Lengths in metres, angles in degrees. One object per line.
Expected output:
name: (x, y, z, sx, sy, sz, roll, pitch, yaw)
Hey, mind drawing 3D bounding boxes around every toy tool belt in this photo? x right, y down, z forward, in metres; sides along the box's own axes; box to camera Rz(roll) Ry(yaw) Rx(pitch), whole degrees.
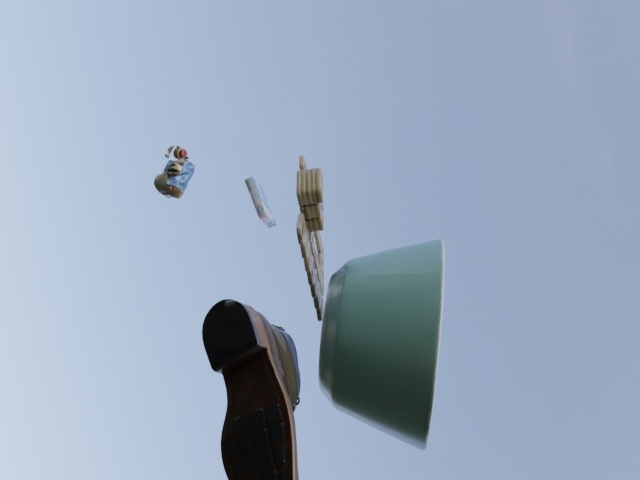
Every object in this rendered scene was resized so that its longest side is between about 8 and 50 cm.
toy tool belt: (-0.213, -0.104, 1.061, 0.051, 0.052, 0.083, 7, -109, 41)

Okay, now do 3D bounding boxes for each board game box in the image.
board game box: (-0.123, -0.078, 1.439, 0.020, 0.090, 0.090, -23, -103, 5)

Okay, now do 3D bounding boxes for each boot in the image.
boot: (-0.042, 0.165, 0.672, 0.082, 0.106, 0.219, -25, -115, 21)

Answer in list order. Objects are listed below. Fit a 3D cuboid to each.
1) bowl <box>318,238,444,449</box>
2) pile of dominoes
bowl: (0.088, 0.144, 1.043, 0.163, 0.311, 0.311, 6, -74, 5)
pile of dominoes: (0.000, 0.000, 1.146, 0.040, 0.195, 0.251, -7, -44, 6)
